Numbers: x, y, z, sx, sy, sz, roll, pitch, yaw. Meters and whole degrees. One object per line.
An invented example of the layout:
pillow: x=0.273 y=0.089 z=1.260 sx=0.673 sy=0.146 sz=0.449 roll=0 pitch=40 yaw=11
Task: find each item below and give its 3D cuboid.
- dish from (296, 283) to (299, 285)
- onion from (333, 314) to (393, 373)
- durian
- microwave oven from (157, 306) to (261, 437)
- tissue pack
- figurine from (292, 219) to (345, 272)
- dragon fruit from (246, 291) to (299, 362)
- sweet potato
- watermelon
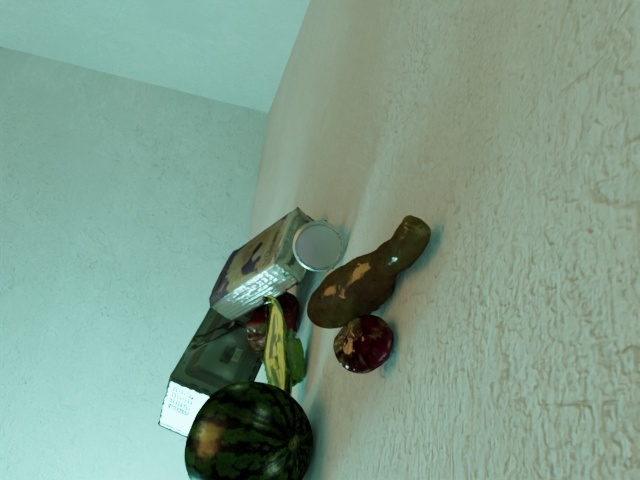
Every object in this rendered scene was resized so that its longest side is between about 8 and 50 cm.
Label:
dish: x=-0.099 y=0.033 z=1.890 sx=0.228 sy=0.086 sz=0.236 roll=-107 pitch=32 yaw=-65
onion: x=0.077 y=0.180 z=0.996 sx=0.107 sy=0.097 sz=0.107 roll=-25 pitch=41 yaw=24
durian: x=-0.103 y=0.330 z=1.563 sx=0.132 sy=0.107 sz=0.375 roll=-16 pitch=74 yaw=32
microwave oven: x=-0.321 y=0.410 z=1.933 sx=0.432 sy=0.236 sz=0.374 roll=-67 pitch=1 yaw=-48
tissue pack: x=-0.162 y=0.072 z=1.704 sx=0.344 sy=0.125 sz=0.242 roll=-31 pitch=27 yaw=38
figurine: x=0.000 y=0.000 z=1.460 sx=0.153 sy=0.132 sz=0.132 roll=-80 pitch=4 yaw=-75
dragon fruit: x=-0.133 y=0.277 z=1.773 sx=0.262 sy=0.134 sz=0.211 roll=-69 pitch=-16 yaw=-67
sweet potato: x=0.085 y=0.070 z=1.032 sx=0.385 sy=0.109 sz=0.109 roll=-44 pitch=34 yaw=48
watermelon: x=-0.161 y=0.463 z=1.317 sx=0.285 sy=0.285 sz=0.285 roll=-169 pitch=90 yaw=-77
